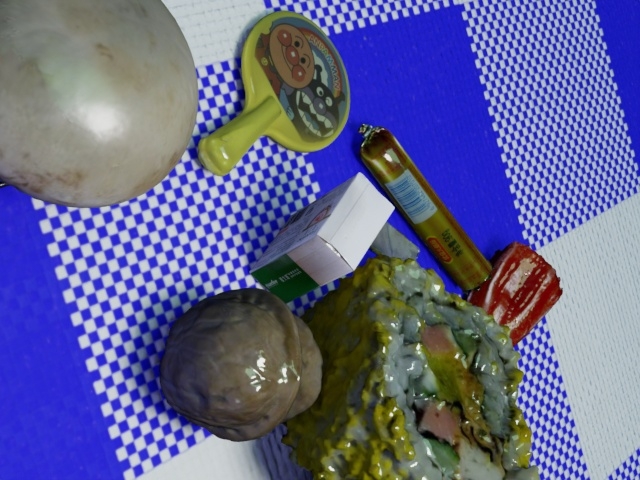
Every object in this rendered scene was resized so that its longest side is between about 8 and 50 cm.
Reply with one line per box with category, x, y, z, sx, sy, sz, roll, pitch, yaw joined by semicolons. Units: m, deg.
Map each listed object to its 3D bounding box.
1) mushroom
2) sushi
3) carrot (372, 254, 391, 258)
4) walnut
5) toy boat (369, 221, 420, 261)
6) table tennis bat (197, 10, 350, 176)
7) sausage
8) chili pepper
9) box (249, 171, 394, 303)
mushroom;-0.325;-0.186;1.260;0.362;0.294;0.362;31;35;-24
sushi;0.141;0.247;1.551;0.351;0.240;0.396;30;42;-28
carrot;0.131;0.108;1.760;0.173;0.082;0.082;50;52;-21
walnut;-0.103;0.163;1.424;0.224;0.224;0.224;9;77;-43
toy boat;0.123;0.013;1.811;0.115;0.016;0.063;40;58;-32
table tennis bat;-0.067;-0.214;1.638;0.368;0.054;0.224;-47;115;-42
sausage;0.172;-0.057;1.830;0.371;0.082;0.082;50;53;-26
chili pepper;0.322;0.126;1.932;0.252;0.136;0.144;-49;144;-29
box;0.000;0.000;1.561;0.081;0.199;0.135;43;55;-11
